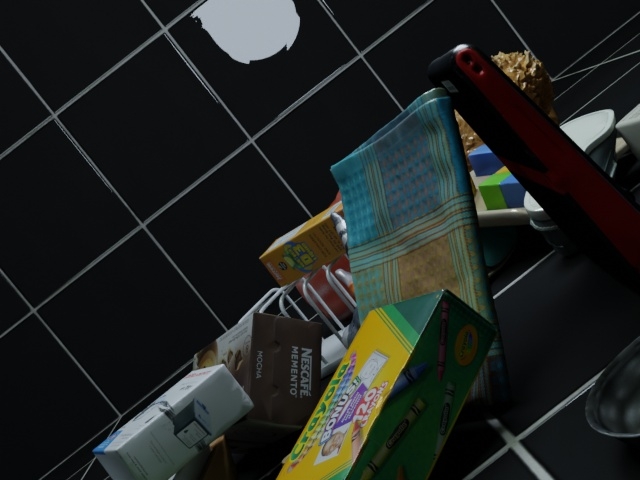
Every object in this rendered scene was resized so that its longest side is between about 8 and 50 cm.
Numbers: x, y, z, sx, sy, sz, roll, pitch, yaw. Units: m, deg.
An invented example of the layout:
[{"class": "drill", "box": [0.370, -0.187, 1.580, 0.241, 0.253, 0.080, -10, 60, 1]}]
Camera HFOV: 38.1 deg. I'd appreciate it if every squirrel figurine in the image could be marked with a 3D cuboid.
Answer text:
[{"class": "squirrel figurine", "box": [0.391, -0.233, 2.029, 0.371, 0.281, 0.397, -25, -10, -20]}]

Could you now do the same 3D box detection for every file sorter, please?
[{"class": "file sorter", "box": [0.010, 0.137, 1.754, 0.278, 0.173, 0.193, -34, 7, 38]}]

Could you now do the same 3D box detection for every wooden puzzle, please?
[{"class": "wooden puzzle", "box": [0.327, -0.113, 1.595, 0.348, 0.080, 0.322, -30, 15, -35]}]

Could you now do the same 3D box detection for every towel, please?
[{"class": "towel", "box": [0.110, 0.031, 1.141, 0.040, 0.370, 0.271, -1, -15, -28]}]

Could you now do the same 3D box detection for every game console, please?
[{"class": "game console", "box": [0.259, -0.091, 1.066, 0.060, 0.342, 0.386, -41, 4, 7]}]

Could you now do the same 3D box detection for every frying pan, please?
[{"class": "frying pan", "box": [0.350, 0.059, 0.731, 0.326, 0.053, 0.197, -37, 5, -6]}]

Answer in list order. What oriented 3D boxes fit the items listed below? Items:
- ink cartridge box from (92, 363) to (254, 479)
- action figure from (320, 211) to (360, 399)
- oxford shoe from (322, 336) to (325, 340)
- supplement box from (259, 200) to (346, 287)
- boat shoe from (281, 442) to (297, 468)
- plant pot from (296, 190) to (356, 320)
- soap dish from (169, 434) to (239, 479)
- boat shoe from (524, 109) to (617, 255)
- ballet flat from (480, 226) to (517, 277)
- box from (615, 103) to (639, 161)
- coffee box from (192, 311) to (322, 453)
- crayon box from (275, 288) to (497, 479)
[{"class": "ink cartridge box", "box": [-0.206, 0.263, 1.296, 0.191, 0.082, 0.140, -39, 7, -29]}, {"class": "action figure", "box": [0.066, 0.113, 1.383, 0.341, 0.178, 0.330, -41, 27, 21]}, {"class": "oxford shoe", "box": [-0.085, 0.246, 2.008, 0.212, 0.076, 0.076, -38, 6, 23]}, {"class": "supplement box", "box": [0.000, 0.000, 1.652, 0.233, 0.078, 0.080, -30, 12, 41]}, {"class": "boat shoe", "box": [0.002, 0.270, 1.289, 0.153, 0.048, 0.056, -36, 5, 15]}, {"class": "plant pot", "box": [0.090, 0.018, 1.926, 0.265, 0.272, 0.272, -45, 0, 35]}, {"class": "soap dish", "box": [-0.251, 0.420, 1.330, 0.291, 0.118, 0.229, -37, 5, 8]}, {"class": "boat shoe", "box": [0.390, -0.094, 1.404, 0.116, 0.099, 0.319, -15, 25, 36]}, {"class": "ballet flat", "box": [0.238, 0.051, 1.507, 0.248, 0.086, 0.086, -43, 7, -39]}, {"class": "box", "box": [0.534, -0.173, 1.286, 0.113, 0.094, 0.275, -39, 6, -9]}, {"class": "coffee box", "box": [-0.112, 0.237, 1.491, 0.297, 0.119, 0.168, 143, 134, -58]}, {"class": "crayon box", "box": [0.058, 0.194, 0.967, 0.278, 0.081, 0.165, -59, 15, -24]}]
